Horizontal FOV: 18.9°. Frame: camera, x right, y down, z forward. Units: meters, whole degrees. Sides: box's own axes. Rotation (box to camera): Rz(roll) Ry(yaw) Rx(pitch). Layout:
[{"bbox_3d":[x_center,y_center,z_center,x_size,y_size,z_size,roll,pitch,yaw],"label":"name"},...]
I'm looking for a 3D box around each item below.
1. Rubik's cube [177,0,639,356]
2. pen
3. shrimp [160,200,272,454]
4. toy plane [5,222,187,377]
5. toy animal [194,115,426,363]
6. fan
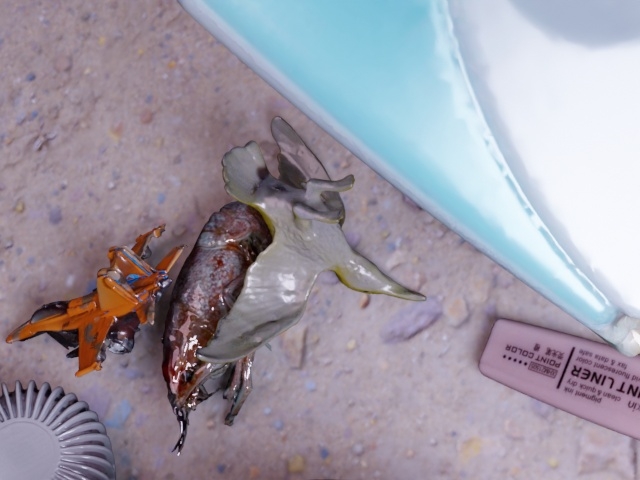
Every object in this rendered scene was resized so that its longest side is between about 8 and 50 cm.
[{"bbox_3d":[0.143,-0.178,1.102,0.351,0.347,0.352,40,97,-3],"label":"Rubik's cube"},{"bbox_3d":[0.191,0.096,1.229,0.197,0.032,0.053,17,81,33],"label":"pen"},{"bbox_3d":[-0.075,0.063,1.366,0.075,0.073,0.190,140,148,-63],"label":"shrimp"},{"bbox_3d":[-0.167,0.056,1.420,0.188,0.062,0.135,-33,28,46],"label":"toy plane"},{"bbox_3d":[0.000,0.000,1.314,0.155,0.095,0.219,18,54,11],"label":"toy animal"},{"bbox_3d":[-0.183,0.210,1.358,0.130,0.074,0.244,-26,69,-17],"label":"fan"}]
